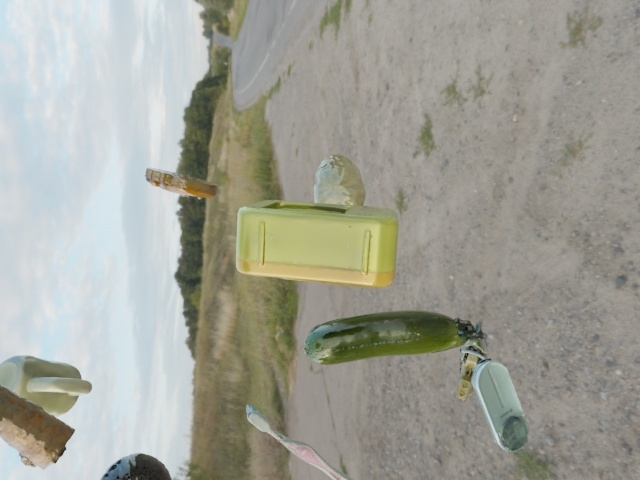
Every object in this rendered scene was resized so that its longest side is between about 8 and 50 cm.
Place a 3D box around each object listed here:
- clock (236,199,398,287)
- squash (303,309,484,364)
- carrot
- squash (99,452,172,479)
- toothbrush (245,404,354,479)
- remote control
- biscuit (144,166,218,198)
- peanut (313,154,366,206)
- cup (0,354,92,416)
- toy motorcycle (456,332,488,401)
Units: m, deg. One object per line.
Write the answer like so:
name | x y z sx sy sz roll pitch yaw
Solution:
clock | 0.000 0.000 0.576 0.143 0.202 0.096 -39 -47 -78
squash | 0.133 0.170 0.777 0.087 0.331 0.087 176 90 -88
carrot | -0.644 0.367 0.900 0.102 0.263 0.102 -37 17 13
squash | -0.463 0.638 1.075 0.156 0.193 0.193 -55 33 38
toothbrush | -0.012 0.232 0.460 0.204 0.017 0.022 50 175 -29
remote control | 0.468 0.430 1.121 0.247 0.104 0.052 69 161 -3
biscuit | -0.336 -0.130 1.018 0.170 0.170 0.050 -145 68 -72
peanut | 0.051 -0.161 1.231 0.313 0.152 0.152 -83 3 -63
cup | -0.832 0.455 1.281 0.173 0.255 0.202 -66 -29 -14
toy motorcycle | 0.478 0.396 1.363 0.130 0.094 0.229 39 -109 -60
